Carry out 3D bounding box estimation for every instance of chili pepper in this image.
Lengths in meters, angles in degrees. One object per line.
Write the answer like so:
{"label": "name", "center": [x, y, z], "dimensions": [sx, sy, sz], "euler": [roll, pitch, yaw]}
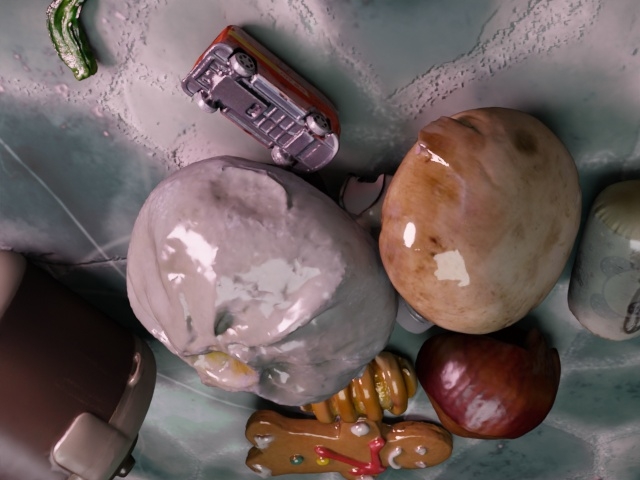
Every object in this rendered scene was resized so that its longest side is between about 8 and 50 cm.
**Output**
{"label": "chili pepper", "center": [-0.260, -0.227, 0.859], "dimensions": [0.055, 0.035, 0.118], "euler": [6, 126, -13]}

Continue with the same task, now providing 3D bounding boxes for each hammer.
{"label": "hammer", "center": [0.448, 0.026, 0.932], "dimensions": [0.305, 0.113, 0.202], "euler": [0, 137, 2]}

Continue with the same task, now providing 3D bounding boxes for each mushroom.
{"label": "mushroom", "center": [0.166, -0.024, 0.861], "dimensions": [0.254, 0.184, 0.255], "euler": [-8, 110, -23]}

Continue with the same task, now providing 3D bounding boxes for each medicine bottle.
{"label": "medicine bottle", "center": [0.151, 0.059, 1.025], "dimensions": [0.080, 0.080, 0.130], "euler": [29, 131, -18]}

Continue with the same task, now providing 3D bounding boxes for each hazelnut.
{"label": "hazelnut", "center": [0.229, 0.189, 1.104], "dimensions": [0.170, 0.161, 0.201], "euler": [-12, 169, 36]}

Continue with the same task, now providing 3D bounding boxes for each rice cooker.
{"label": "rice cooker", "center": [-0.413, 0.215, 1.113], "dimensions": [0.335, 0.335, 0.325], "euler": [-30, 123, 32]}

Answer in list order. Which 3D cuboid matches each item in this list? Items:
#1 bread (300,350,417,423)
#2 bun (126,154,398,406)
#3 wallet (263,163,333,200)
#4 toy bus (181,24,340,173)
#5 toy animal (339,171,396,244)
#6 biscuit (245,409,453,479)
{"label": "bread", "center": [0.054, 0.216, 1.195], "dimensions": [0.177, 0.084, 0.119], "euler": [-5, 133, 9]}
{"label": "bun", "center": [-0.083, 0.063, 0.948], "dimensions": [0.354, 0.194, 0.354], "euler": [20, 147, 14]}
{"label": "wallet", "center": [0.000, 0.000, 1.002], "dimensions": [0.124, 0.025, 0.244], "euler": [9, 141, 41]}
{"label": "toy bus", "center": [-0.054, -0.149, 0.864], "dimensions": [0.174, 0.077, 0.079], "euler": [35, 129, -22]}
{"label": "toy animal", "center": [0.079, -0.023, 0.965], "dimensions": [0.071, 0.085, 0.124], "euler": [-16, 142, 26]}
{"label": "biscuit", "center": [0.044, 0.339, 1.318], "dimensions": [0.339, 0.047, 0.216], "euler": [3, 139, 1]}
